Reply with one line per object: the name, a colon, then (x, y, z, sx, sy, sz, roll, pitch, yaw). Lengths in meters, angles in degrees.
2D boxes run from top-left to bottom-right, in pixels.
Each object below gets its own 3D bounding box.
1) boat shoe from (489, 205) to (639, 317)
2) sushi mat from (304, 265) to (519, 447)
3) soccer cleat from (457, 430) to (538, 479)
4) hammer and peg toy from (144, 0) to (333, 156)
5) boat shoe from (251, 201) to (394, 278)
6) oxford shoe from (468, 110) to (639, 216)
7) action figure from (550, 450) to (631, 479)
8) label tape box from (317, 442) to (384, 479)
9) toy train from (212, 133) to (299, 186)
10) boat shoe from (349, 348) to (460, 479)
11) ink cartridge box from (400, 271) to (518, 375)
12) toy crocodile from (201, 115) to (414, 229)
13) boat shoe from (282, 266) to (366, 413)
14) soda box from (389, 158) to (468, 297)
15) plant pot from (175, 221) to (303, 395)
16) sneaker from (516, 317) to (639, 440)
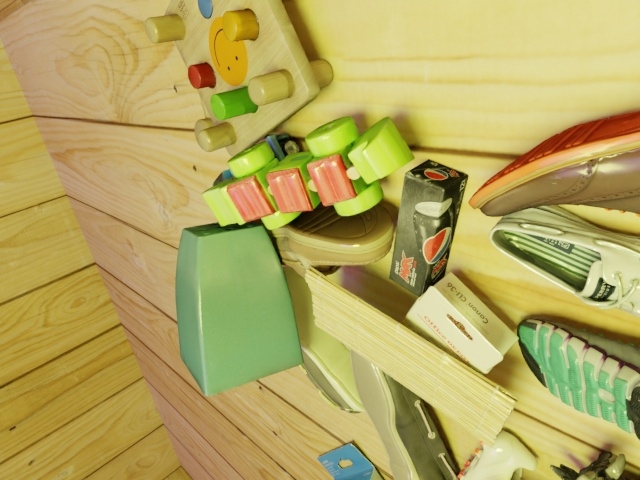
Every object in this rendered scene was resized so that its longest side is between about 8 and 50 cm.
boat shoe: (0.267, 0.034, 0.435, 0.226, 0.076, 0.083, 28, 134, 38)
sushi mat: (0.102, 0.154, 0.630, 0.317, 0.019, 0.151, 30, 150, 31)
soccer cleat: (0.253, 0.358, 0.693, 0.076, 0.068, 0.196, 35, 135, 28)
hammer and peg toy: (-0.161, -0.270, 0.710, 0.361, 0.127, 0.265, -15, 102, 54)
boat shoe: (0.000, 0.000, 0.721, 0.341, 0.122, 0.110, 14, 129, 59)
oxford shoe: (0.237, -0.049, 0.374, 0.098, 0.097, 0.271, 58, 151, -5)
action figure: (0.339, 0.287, 0.472, 0.164, 0.141, 0.275, 42, 138, 22)
label tape box: (0.104, 0.652, 1.043, 0.347, 0.115, 0.249, 50, 144, 12)
toy train: (-0.104, -0.110, 0.772, 0.184, 0.105, 0.080, -27, 92, 55)
boat shoe: (0.143, 0.295, 0.781, 0.112, 0.096, 0.334, -7, 104, 65)
ink cartridge box: (0.169, 0.123, 0.599, 0.115, 0.067, 0.198, 47, 155, 18)
toy crocodile: (-0.035, -0.076, 0.611, 0.341, 0.105, 0.115, -9, 116, 34)
boat shoe: (-0.009, 0.190, 0.863, 0.305, 0.109, 0.091, 55, 140, 2)
soda box: (0.134, -0.011, 0.590, 0.060, 0.053, 0.168, 32, 137, 35)
plant pot: (-0.148, 0.090, 0.758, 0.165, 0.166, 0.234, 17, 116, 59)
sneaker: (0.305, 0.133, 0.469, 0.224, 0.098, 0.083, -141, 38, -68)
